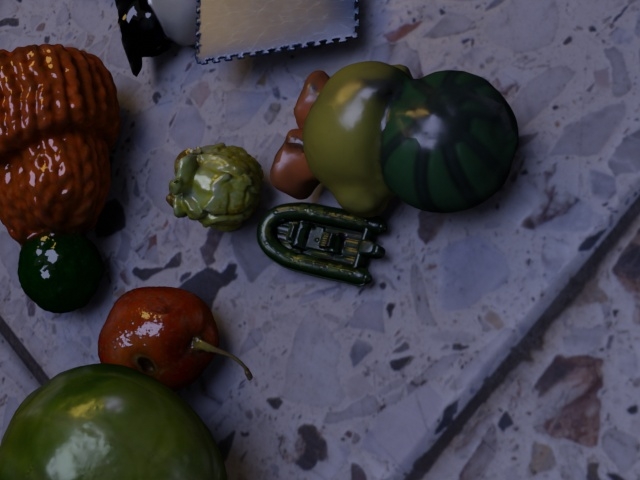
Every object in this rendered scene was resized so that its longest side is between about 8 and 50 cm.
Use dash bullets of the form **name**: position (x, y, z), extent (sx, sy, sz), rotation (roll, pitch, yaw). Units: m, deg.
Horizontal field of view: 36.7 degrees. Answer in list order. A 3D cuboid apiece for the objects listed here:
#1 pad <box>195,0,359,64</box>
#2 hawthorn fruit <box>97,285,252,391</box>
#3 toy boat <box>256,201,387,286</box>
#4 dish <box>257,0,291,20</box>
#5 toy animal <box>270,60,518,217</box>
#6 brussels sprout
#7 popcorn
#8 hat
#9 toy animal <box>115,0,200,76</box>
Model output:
- **pad**: position (-0.069, -0.406, 1.477), extent (0.269, 0.012, 0.269), rotation (-7, 72, 17)
- **hawthorn fruit**: position (-0.185, 0.142, 1.353), extent (0.285, 0.165, 0.165), rotation (-2, 73, 39)
- **toy boat**: position (0.000, 0.000, 1.367), extent (0.210, 0.052, 0.104), rotation (13, 84, 31)
- **dish**: position (-0.086, -0.414, 1.533), extent (0.190, 0.066, 0.191), rotation (-7, 70, 20)
- **toy animal**: position (0.091, -0.141, 1.277), extent (0.338, 0.191, 0.216), rotation (10, 74, 32)
- **brussels sprout**: position (-0.284, 0.324, 1.262), extent (0.344, 0.268, 0.344), rotation (12, 113, 30)
- **popcorn**: position (-0.151, -0.084, 1.426), extent (0.135, 0.162, 0.141), rotation (-16, 41, 27)
- **hat**: position (-0.439, -0.099, 1.523), extent (0.285, 0.285, 0.400), rotation (-26, 67, 20)
- **toy animal**: position (-0.251, -0.376, 1.587), extent (0.179, 0.138, 0.166), rotation (-22, 85, 13)
